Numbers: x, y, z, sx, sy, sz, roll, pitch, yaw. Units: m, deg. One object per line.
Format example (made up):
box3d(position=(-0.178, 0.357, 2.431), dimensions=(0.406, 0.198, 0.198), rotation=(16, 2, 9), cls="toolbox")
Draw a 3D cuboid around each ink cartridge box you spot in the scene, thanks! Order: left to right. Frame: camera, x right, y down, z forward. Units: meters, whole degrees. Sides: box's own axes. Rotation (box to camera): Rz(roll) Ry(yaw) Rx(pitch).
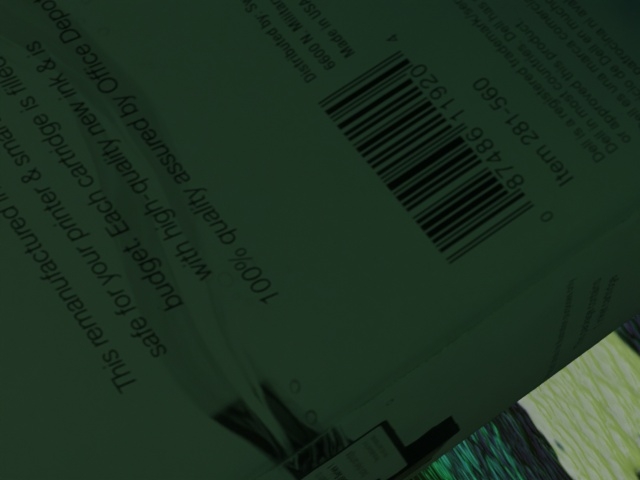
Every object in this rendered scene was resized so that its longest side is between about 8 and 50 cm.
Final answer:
box3d(position=(-0.032, -0.007, 0.368), dimensions=(0.160, 0.219, 0.092), rotation=(52, 169, 22), cls="ink cartridge box")
